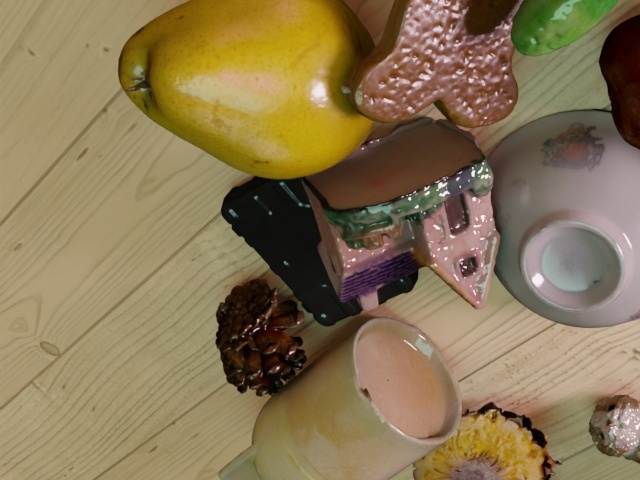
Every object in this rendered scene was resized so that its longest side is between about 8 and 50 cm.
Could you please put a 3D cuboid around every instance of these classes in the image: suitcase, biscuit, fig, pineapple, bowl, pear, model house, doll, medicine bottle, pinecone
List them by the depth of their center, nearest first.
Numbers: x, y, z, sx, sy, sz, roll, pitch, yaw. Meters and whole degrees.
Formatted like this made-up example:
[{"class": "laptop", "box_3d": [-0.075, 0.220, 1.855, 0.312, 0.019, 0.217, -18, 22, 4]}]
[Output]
[{"class": "biscuit", "box_3d": [0.189, -0.345, 1.340, 0.283, 0.064, 0.432, 2, 114, -29]}, {"class": "fig", "box_3d": [0.482, -0.240, 1.382, 0.290, 0.190, 0.190, -42, 112, -5]}, {"class": "pear", "box_3d": [-0.086, -0.206, 1.449, 0.336, 0.285, 0.285, -15, 125, -4]}, {"class": "bowl", "box_3d": [0.363, 0.003, 1.533, 0.345, 0.157, 0.345, 9, 118, 18]}, {"class": "model house", "box_3d": [0.125, -0.009, 1.550, 0.237, 0.202, 0.237, -25, 121, -14]}, {"class": "suitcase", "box_3d": [0.000, 0.000, 1.742, 0.206, 0.066, 0.285, -26, 116, 32]}, {"class": "doll", "box_3d": [0.549, 0.318, 1.794, 0.221, 0.105, 0.115, 11, 166, 8]}, {"class": "pinecone", "box_3d": [-0.100, 0.167, 1.837, 0.150, 0.179, 0.195, -6, 114, -7]}, {"class": "medicine bottle", "box_3d": [0.024, 0.328, 1.880, 0.236, 0.235, 0.406, 38, 128, -14]}, {"class": "pineapple", "box_3d": [0.321, 0.446, 1.924, 0.262, 0.262, 0.271, -10, 147, 24]}]

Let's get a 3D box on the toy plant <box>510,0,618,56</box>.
[{"class": "toy plant", "box_3d": [0.330, -0.409, 1.220, 0.317, 0.210, 0.356, -12, 123, 18]}]
